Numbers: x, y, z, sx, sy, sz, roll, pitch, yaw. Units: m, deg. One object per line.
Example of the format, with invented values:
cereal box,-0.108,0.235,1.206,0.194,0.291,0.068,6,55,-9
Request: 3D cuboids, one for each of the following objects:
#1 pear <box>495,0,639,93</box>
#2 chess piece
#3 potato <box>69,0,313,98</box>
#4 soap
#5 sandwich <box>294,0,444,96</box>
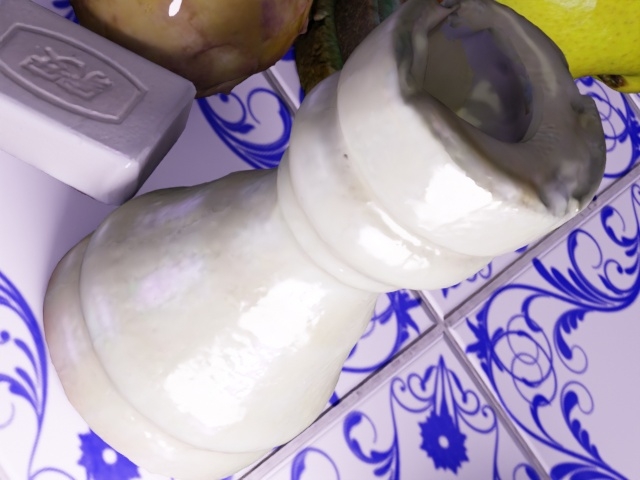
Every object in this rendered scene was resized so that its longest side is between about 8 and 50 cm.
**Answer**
pear,0.314,-0.302,1.820,0.342,0.238,0.318,-48,126,-43
chess piece,0.000,0.000,1.238,0.234,0.442,0.234,22,51,-30
potato,-0.097,-0.265,1.486,0.289,0.301,0.237,-37,115,-15
soap,-0.208,-0.114,1.360,0.183,0.064,0.121,27,47,5
sandwich,0.077,-0.207,1.671,0.212,0.109,0.292,41,45,-13
